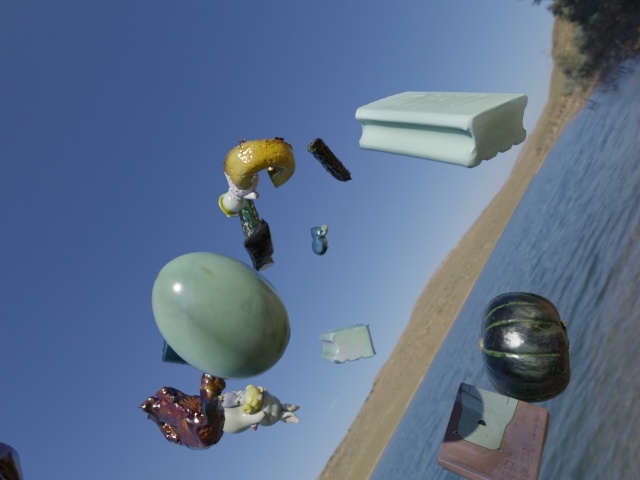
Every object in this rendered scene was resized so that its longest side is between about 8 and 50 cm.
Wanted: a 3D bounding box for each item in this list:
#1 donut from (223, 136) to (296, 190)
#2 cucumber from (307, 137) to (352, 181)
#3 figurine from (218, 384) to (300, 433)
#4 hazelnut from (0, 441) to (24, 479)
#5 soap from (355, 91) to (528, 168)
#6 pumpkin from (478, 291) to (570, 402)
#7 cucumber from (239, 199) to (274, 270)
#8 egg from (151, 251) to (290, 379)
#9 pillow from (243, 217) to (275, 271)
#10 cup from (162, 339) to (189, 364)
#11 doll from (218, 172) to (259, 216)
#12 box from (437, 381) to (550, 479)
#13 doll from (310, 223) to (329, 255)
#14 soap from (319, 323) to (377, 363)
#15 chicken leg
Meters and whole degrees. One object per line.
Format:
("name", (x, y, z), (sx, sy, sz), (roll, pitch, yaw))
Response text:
("donut", (-0.138, -0.184, 1.035), (0.181, 0.078, 0.146), (-2, -30, -34))
("cucumber", (0.028, -0.213, 1.142), (0.181, 0.053, 0.053), (38, -101, -39))
("figurine", (-0.189, 0.513, 1.308), (0.127, 0.235, 0.155), (-91, -8, -68))
("hazelnut", (-0.579, 0.397, 0.641), (0.181, 0.212, 0.181), (-21, -63, -16))
("soap", (0.210, -0.213, 0.774), (0.159, 0.265, 0.088), (-26, -60, -27))
("pumpkin", (0.597, 0.312, 1.252), (0.323, 0.241, 0.324), (18, -110, -62))
("cucumber", (-0.216, -0.045, 1.327), (0.067, 0.294, 0.067), (-18, -21, -7))
("egg", (-0.146, 0.113, 0.642), (0.231, 0.168, 0.168), (44, -110, -26))
("pillow", (-0.157, 0.016, 1.120), (0.090, 0.048, 0.150), (-39, -27, -18))
("cup", (-0.376, 0.297, 1.238), (0.176, 0.155, 0.131), (-1, 80, 66))
("doll", (-0.221, -0.141, 1.157), (0.081, 0.129, 0.207), (-31, -22, -51))
("box", (0.419, 0.485, 1.025), (0.215, 0.215, 0.086), (-57, -38, -34))
("doll", (0.000, 0.000, 1.164), (0.076, 0.050, 0.083), (21, -116, -87))
("soap", (0.075, 0.299, 1.240), (0.230, 0.145, 0.091), (140, 122, -73))
("chicken leg", (-0.259, 0.351, 0.876), (0.096, 0.158, 0.407), (-43, 3, -42))
